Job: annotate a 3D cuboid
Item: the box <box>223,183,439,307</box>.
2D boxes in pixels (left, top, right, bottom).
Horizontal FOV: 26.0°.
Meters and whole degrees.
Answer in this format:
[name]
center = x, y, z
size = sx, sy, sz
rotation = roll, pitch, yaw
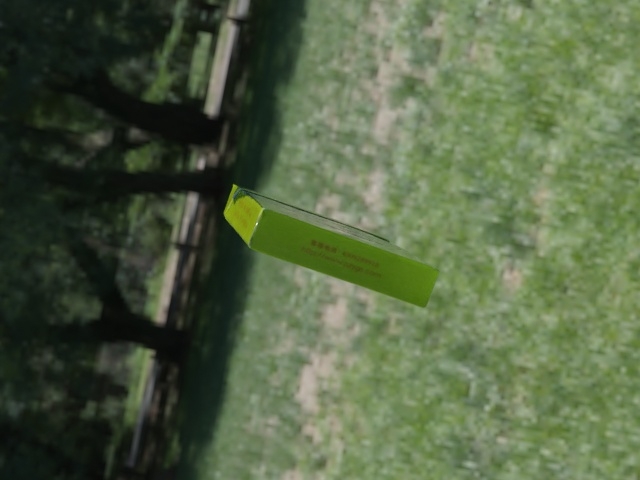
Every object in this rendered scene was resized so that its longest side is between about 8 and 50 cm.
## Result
[box]
center = 0.000, 0.000, 1.472
size = 0.335, 0.187, 0.047
rotation = -146, 75, -80
